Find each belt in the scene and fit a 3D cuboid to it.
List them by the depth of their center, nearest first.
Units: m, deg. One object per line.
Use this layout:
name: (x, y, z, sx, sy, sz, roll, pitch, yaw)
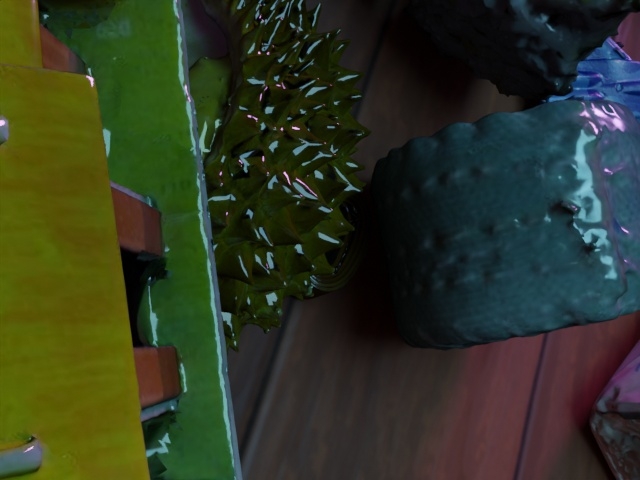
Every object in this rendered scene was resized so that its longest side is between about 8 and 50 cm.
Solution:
belt: (0.000, 0.000, 0.717, 0.059, 0.036, 0.083, 36, 58, -20)

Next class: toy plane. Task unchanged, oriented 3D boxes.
toy plane: (0.273, -0.133, 0.941, 0.246, 0.078, 0.169, -2, 81, -33)

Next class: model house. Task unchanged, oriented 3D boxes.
model house: (-0.104, -0.011, 0.365, 0.340, 0.323, 0.300, -8, 85, 5)

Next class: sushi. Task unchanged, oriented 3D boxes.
sushi: (0.171, -0.210, 0.768, 0.139, 0.274, 0.184, 35, 89, -11)

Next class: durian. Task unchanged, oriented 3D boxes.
durian: (-0.059, -0.062, 0.632, 0.172, 0.166, 0.306, 38, 59, -63)

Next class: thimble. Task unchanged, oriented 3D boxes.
thimble: (0.139, -0.009, 0.709, 0.198, 0.235, 0.143, -13, 88, -6)

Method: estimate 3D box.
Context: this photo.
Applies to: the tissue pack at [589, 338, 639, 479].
tissue pack: (0.371, 0.144, 0.928, 0.271, 0.124, 0.201, -40, 104, -39)
